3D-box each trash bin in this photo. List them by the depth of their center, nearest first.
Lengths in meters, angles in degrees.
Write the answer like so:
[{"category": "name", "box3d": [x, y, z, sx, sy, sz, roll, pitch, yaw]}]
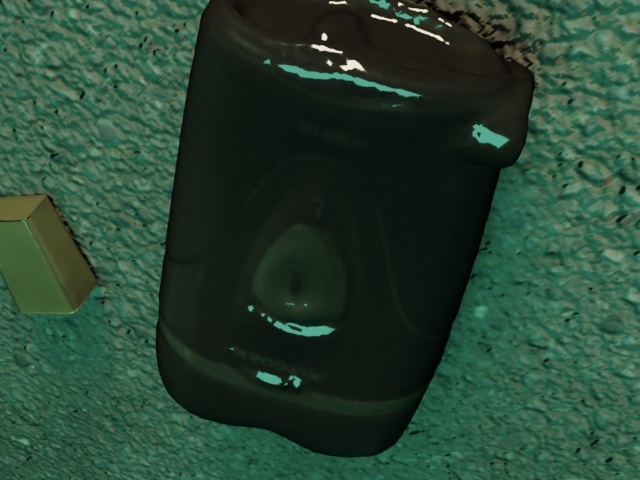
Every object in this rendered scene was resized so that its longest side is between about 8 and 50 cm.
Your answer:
[{"category": "trash bin", "box3d": [-0.228, 0.010, 0.794, 0.061, 0.043, 0.092, -1, 125, 24]}]

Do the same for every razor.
[{"category": "razor", "box3d": [0.000, 0.000, 0.636, 0.204, 0.113, 0.349, 19, 132, 4]}]
